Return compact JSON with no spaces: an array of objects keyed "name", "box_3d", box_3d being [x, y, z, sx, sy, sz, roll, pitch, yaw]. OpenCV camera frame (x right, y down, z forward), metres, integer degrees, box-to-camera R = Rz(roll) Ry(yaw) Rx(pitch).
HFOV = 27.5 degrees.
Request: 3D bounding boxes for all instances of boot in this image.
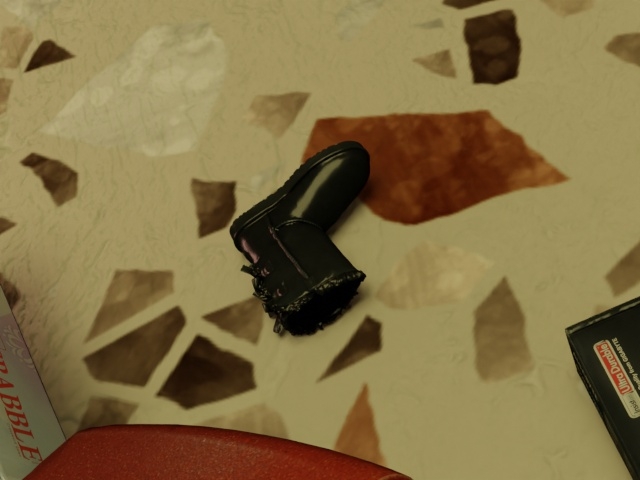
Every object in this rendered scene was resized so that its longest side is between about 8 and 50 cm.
[{"name":"boot","box_3d":[0.000,0.000,0.877,0.121,0.045,0.099,-36,48,3]}]

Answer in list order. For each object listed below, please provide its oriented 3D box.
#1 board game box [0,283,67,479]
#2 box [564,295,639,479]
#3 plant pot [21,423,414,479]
[{"name":"board game box","box_3d":[-0.308,0.141,0.810,0.318,0.066,0.318,-46,48,15]},{"name":"box","box_3d":[0.254,0.107,0.690,0.175,0.051,0.220,-24,51,4]},{"name":"plant pot","box_3d":[-0.076,0.236,0.592,0.267,0.267,0.236,-42,34,-20]}]
